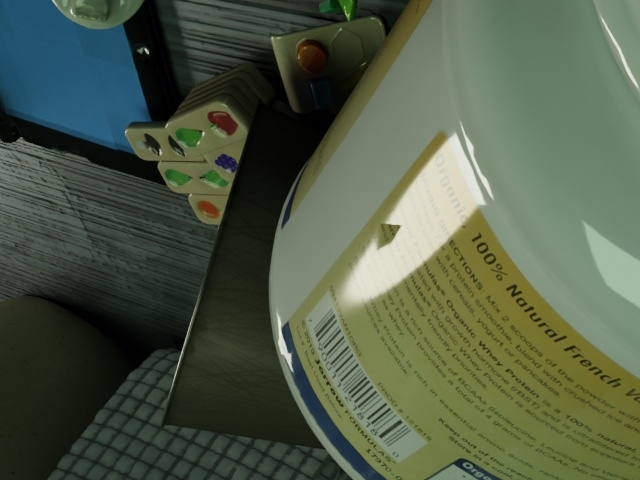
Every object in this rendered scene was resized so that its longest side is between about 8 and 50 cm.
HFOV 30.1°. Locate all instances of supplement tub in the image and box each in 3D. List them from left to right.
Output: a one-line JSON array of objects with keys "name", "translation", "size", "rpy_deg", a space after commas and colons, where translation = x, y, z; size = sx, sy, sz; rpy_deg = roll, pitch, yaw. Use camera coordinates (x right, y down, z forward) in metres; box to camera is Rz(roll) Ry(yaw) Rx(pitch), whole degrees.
[{"name": "supplement tub", "translation": [0.123, -0.021, 0.443], "size": [0.228, 0.228, 0.316], "rpy_deg": [35, 151, -1]}]

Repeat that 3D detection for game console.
[{"name": "game console", "translation": [-0.248, -0.113, 0.753], "size": [0.173, 0.250, 0.293], "rpy_deg": [48, 161, 33]}]

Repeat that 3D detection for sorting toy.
[{"name": "sorting toy", "translation": [0.006, -0.102, 0.638], "size": [0.062, 0.012, 0.083], "rpy_deg": [-8, 139, 8]}]

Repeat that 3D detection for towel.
[{"name": "towel", "translation": [-0.107, 0.245, 1.016], "size": [0.235, 0.284, 0.121], "rpy_deg": [16, 145, 29]}]

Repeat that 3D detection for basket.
[{"name": "basket", "translation": [0.044, 0.048, 0.667], "size": [0.226, 0.154, 0.204], "rpy_deg": [17, 126, -5]}]

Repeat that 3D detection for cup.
[{"name": "cup", "translation": [-0.311, 0.198, 1.201], "size": [0.331, 0.237, 0.331], "rpy_deg": [25, 149, 16]}]

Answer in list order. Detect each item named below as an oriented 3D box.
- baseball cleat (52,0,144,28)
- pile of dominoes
[{"name": "baseball cleat", "translation": [-0.090, -0.203, 0.549], "size": [0.072, 0.109, 0.206], "rpy_deg": [14, 125, -17]}, {"name": "pile of dominoes", "translation": [0.000, 0.000, 0.765], "size": [0.196, 0.040, 0.251], "rpy_deg": [-16, 124, 44]}]
